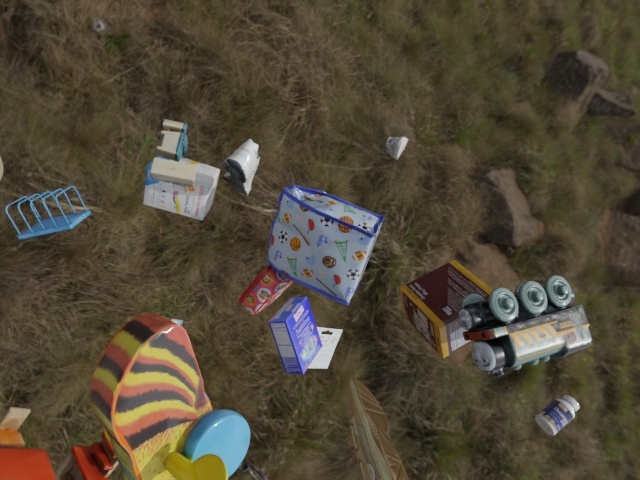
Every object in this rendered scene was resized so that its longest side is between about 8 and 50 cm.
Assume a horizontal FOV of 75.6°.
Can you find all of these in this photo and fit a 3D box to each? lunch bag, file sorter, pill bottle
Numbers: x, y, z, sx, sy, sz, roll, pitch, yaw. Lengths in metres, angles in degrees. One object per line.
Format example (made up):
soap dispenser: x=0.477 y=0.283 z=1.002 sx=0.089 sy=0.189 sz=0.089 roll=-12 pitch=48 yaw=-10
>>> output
lunch bag: x=0.000 y=0.000 z=1.549 sx=0.239 sy=0.386 sz=0.327 roll=-50 pitch=158 yaw=-63
file sorter: x=-0.824 y=-0.089 z=1.249 sx=0.118 sy=0.171 sz=0.104 roll=-91 pitch=168 yaw=-64
pill bottle: x=0.710 y=0.518 z=1.232 sx=0.120 sy=0.067 sz=0.067 roll=-33 pitch=109 yaw=-12
lunch bag: x=-0.213 y=0.197 z=1.764 sx=0.120 sy=0.258 sz=0.293 roll=42 pitch=23 yaw=6

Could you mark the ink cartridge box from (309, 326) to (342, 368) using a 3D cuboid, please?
ink cartridge box: x=-0.010 y=0.540 z=2.102 sx=0.189 sy=0.066 sz=0.232 roll=14 pitch=97 yaw=-35

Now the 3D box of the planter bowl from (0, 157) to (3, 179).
planter bowl: x=-0.656 y=-0.133 z=0.740 sx=0.162 sy=0.109 sz=0.161 roll=1 pitch=101 yaw=5

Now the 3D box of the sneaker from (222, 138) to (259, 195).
sneaker: x=-0.255 y=-0.242 z=1.404 sx=0.111 sy=0.297 sz=0.129 roll=36 pitch=75 yaw=-8

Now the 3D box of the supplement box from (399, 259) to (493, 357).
supplement box: x=0.366 y=0.189 z=1.181 sx=0.194 sy=0.191 sz=0.129 roll=-26 pitch=126 yaw=-11

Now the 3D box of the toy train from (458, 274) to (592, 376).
toy train: x=0.482 y=0.197 z=0.973 sx=0.334 sy=0.142 sz=0.190 roll=-8 pitch=77 yaw=-22

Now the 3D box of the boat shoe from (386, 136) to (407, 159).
boat shoe: x=0.249 y=-0.318 z=1.379 sx=0.063 sy=0.184 sz=0.066 roll=32 pitch=101 yaw=5

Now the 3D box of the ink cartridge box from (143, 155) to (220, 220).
ink cartridge box: x=-0.538 y=-0.212 z=1.613 sx=0.233 sy=0.168 sz=0.171 roll=16 pitch=119 yaw=-7

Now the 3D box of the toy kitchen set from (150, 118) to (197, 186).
toy kitchen set: x=-0.438 y=-0.247 z=1.286 sx=0.122 sy=0.166 sz=0.207 roll=10 pitch=66 yaw=-13

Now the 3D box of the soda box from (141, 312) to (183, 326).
soda box: x=-0.638 y=0.331 z=1.647 sx=0.063 sy=0.183 sz=0.058 roll=28 pitch=69 yaw=-57

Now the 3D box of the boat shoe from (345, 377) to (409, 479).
boat shoe: x=0.117 y=0.518 z=1.087 sx=0.110 sy=0.341 sz=0.122 roll=-42 pitch=120 yaw=12

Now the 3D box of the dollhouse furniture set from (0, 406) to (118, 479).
dollhouse furniture set: x=-0.506 y=0.407 z=0.741 sx=0.135 sy=0.262 sz=0.259 roll=-53 pitch=144 yaw=-6

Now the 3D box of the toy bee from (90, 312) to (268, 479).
toy bee: x=-0.144 y=0.230 z=0.403 sx=0.162 sy=0.195 sz=0.298 roll=-41 pitch=103 yaw=-37

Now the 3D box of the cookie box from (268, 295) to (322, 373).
cookie box: x=-0.043 y=0.169 z=0.746 sx=0.092 sy=0.040 sz=0.107 roll=-42 pitch=120 yaw=-60
